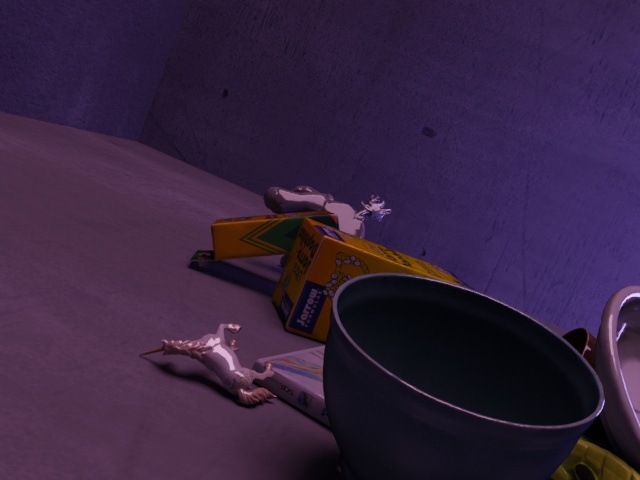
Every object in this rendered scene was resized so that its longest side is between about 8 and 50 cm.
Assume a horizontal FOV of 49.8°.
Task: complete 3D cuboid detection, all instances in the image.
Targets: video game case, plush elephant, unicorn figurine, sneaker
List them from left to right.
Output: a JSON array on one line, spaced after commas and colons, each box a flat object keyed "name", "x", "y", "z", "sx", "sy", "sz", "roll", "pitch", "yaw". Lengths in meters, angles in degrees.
[{"name": "unicorn figurine", "x": -0.131, "y": 0.153, "z": 0.895, "sx": 0.162, "sy": 0.060, "sz": 0.111, "roll": 31, "pitch": 21, "yaw": 21}, {"name": "plush elephant", "x": 0.000, "y": 0.000, "z": 1.812, "sx": 0.330, "sy": 0.255, "sz": 0.272, "roll": -17, "pitch": 71, "yaw": -25}, {"name": "video game case", "x": 0.096, "y": 0.243, "z": 1.038, "sx": 0.300, "sy": 0.036, "sz": 0.329, "roll": 26, "pitch": 8, "yaw": 24}, {"name": "sneaker", "x": 0.383, "y": 0.329, "z": 0.987, "sx": 0.123, "sy": 0.109, "sz": 0.295, "roll": 17, "pitch": 10, "yaw": -31}]

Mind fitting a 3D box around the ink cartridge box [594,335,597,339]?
[{"name": "ink cartridge box", "x": 0.616, "y": 0.330, "z": 1.291, "sx": 0.283, "sy": 0.207, "sz": 0.117, "roll": 26, "pitch": 6, "yaw": 32}]

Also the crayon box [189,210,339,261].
[{"name": "crayon box", "x": -0.126, "y": -0.013, "z": 1.528, "sx": 0.318, "sy": 0.081, "sz": 0.202, "roll": -6, "pitch": 6, "yaw": -6}]

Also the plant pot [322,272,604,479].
[{"name": "plant pot", "x": 0.128, "y": 0.190, "z": 0.760, "sx": 0.293, "sy": 0.196, "sz": 0.293, "roll": 15, "pitch": 20, "yaw": -5}]

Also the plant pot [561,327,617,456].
[{"name": "plant pot", "x": 0.480, "y": 0.307, "z": 1.193, "sx": 0.230, "sy": 0.215, "sz": 0.215, "roll": 39, "pitch": 9, "yaw": 4}]

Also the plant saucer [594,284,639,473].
[{"name": "plant saucer", "x": 0.526, "y": 0.268, "z": 1.052, "sx": 0.400, "sy": 0.100, "sz": 0.400, "roll": 24, "pitch": 48, "yaw": -30}]

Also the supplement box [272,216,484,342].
[{"name": "supplement box", "x": 0.110, "y": 0.115, "z": 1.383, "sx": 0.356, "sy": 0.195, "sz": 0.194, "roll": 20, "pitch": 8, "yaw": -16}]
